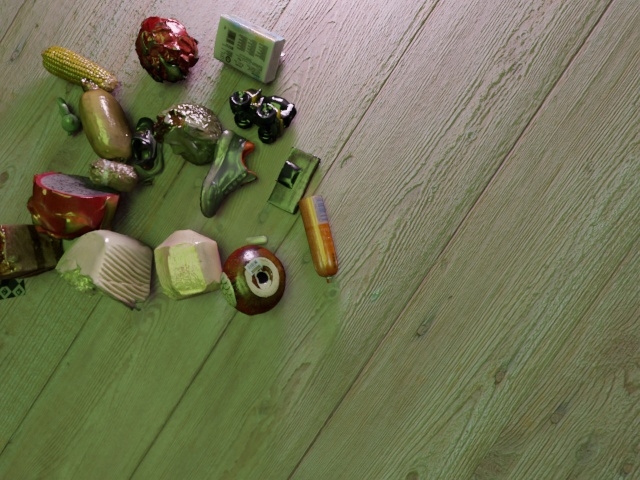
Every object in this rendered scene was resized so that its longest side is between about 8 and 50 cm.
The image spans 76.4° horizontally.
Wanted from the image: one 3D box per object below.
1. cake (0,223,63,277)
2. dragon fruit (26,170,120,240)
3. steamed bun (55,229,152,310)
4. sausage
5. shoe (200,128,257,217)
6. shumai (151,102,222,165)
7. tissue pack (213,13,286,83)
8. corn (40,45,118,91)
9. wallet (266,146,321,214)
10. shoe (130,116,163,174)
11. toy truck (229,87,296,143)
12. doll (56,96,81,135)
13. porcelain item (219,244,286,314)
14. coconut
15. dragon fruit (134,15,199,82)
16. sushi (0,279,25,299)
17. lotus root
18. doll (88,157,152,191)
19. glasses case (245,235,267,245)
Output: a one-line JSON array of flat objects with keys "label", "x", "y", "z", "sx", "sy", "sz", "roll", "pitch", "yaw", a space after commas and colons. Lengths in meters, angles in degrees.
[{"label": "cake", "x": -1.162, "y": 0.040, "z": 1.521, "sx": 0.199, "sy": 0.293, "sz": 0.196, "roll": -15, "pitch": 87, "yaw": 12}, {"label": "dragon fruit", "x": -0.909, "y": -0.107, "z": 1.505, "sx": 0.305, "sy": 0.305, "sz": 0.225, "roll": 21, "pitch": 105, "yaw": 8}, {"label": "steamed bun", "x": -0.792, "y": 0.103, "z": 1.476, "sx": 0.272, "sy": 0.290, "sz": 0.273, "roll": 1, "pitch": 70, "yaw": 14}, {"label": "sausage", "x": 0.000, "y": 0.000, "z": 1.457, "sx": 0.093, "sy": 0.093, "sz": 0.312, "roll": -15, "pitch": 87, "yaw": 7}, {"label": "shoe", "x": -0.322, "y": -0.230, "z": 1.503, "sx": 0.171, "sy": 0.132, "sz": 0.336, "roll": 17, "pitch": 88, "yaw": -1}, {"label": "shumai", "x": -0.486, "y": -0.409, "z": 1.482, "sx": 0.189, "sy": 0.218, "sz": 0.256, "roll": -37, "pitch": 83, "yaw": 14}, {"label": "tissue pack", "x": -0.254, "y": -0.712, "z": 1.507, "sx": 0.229, "sy": 0.145, "sz": 0.159, "roll": 29, "pitch": 125, "yaw": 9}, {"label": "corn", "x": -0.956, "y": -0.673, "z": 1.603, "sx": 0.322, "sy": 0.119, "sz": 0.119, "roll": 22, "pitch": 91, "yaw": 4}, {"label": "wallet", "x": -0.099, "y": -0.221, "z": 1.504, "sx": 0.124, "sy": 0.042, "sz": 0.230, "roll": 25, "pitch": 94, "yaw": 6}, {"label": "shoe", "x": -0.670, "y": -0.368, "z": 1.553, "sx": 0.099, "sy": 0.112, "sz": 0.227, "roll": -9, "pitch": 89, "yaw": 9}, {"label": "toy truck", "x": -0.213, "y": -0.479, "z": 1.490, "sx": 0.224, "sy": 0.147, "sz": 0.165, "roll": 31, "pitch": 69, "yaw": 10}, {"label": "doll", "x": -1.008, "y": -0.502, "z": 1.626, "sx": 0.150, "sy": 0.077, "sz": 0.115, "roll": 60, "pitch": 141, "yaw": 11}, {"label": "porcelain item", "x": -0.252, "y": 0.144, "z": 1.451, "sx": 0.253, "sy": 0.253, "sz": 0.253, "roll": 0, "pitch": 88, "yaw": 8}, {"label": "coconut", "x": -0.472, "y": 0.080, "z": 1.453, "sx": 0.233, "sy": 0.233, "sz": 0.245, "roll": -17, "pitch": 86, "yaw": 7}, {"label": "dragon fruit", "x": -0.584, "y": -0.727, "z": 1.526, "sx": 0.234, "sy": 0.234, "sz": 0.293, "roll": -30, "pitch": 54, "yaw": 6}, {"label": "sushi", "x": -1.336, "y": 0.131, "z": 1.663, "sx": 0.220, "sy": 0.047, "sz": 0.231, "roll": -11, "pitch": 87, "yaw": 8}, {"label": "lotus root", "x": -0.814, "y": -0.455, "z": 1.542, "sx": 0.151, "sy": 0.169, "sz": 0.342, "roll": -18, "pitch": 92, "yaw": 7}, {"label": "doll", "x": -0.747, "y": -0.235, "z": 1.521, "sx": 0.221, "sy": 0.115, "sz": 0.105, "roll": 19, "pitch": 69, "yaw": -33}, {"label": "glasses case", "x": -0.240, "y": 0.001, "z": 1.525, "sx": 0.083, "sy": 0.021, "sz": 0.032, "roll": -6, "pitch": 88, "yaw": 8}]
